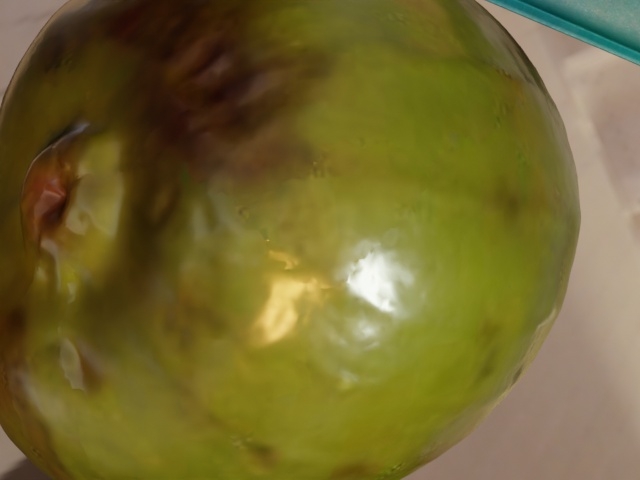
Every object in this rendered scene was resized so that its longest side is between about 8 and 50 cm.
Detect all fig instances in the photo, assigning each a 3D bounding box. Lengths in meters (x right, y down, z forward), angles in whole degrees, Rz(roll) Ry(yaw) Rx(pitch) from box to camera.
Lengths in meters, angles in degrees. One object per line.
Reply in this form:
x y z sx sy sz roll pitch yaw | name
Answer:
0.000 0.000 0.666 0.225 0.203 0.203 9 58 -48 | fig

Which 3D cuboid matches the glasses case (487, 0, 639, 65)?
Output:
0.053 -0.166 0.938 0.301 0.070 0.117 27 36 15 | glasses case
